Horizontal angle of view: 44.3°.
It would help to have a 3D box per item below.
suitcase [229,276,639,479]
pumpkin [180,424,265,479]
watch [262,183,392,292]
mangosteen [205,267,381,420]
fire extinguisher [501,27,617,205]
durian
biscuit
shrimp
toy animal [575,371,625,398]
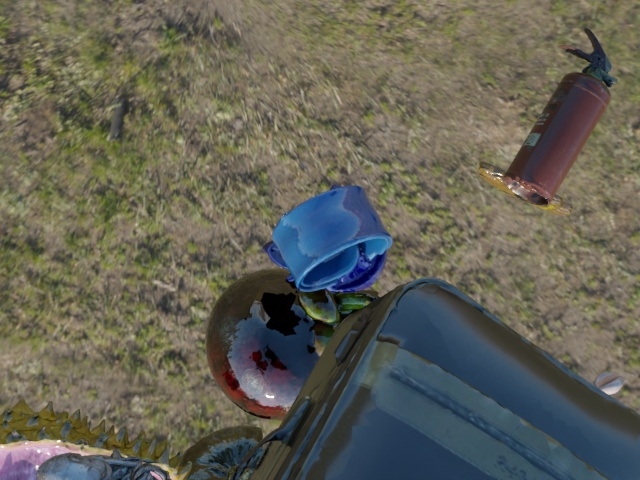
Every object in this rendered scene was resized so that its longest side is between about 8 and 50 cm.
[{"bbox_3d":[0.054,0.246,0.560,0.283,0.194,0.434,34,66,-5],"label":"suitcase"},{"bbox_3d":[-0.259,0.619,1.995,0.232,0.325,0.242,8,136,-13],"label":"pumpkin"},{"bbox_3d":[0.009,0.001,1.241,0.196,0.200,0.171,-39,72,3],"label":"watch"},{"bbox_3d":[-0.061,0.184,1.458,0.311,0.311,0.311,-2,109,-7],"label":"mangosteen"},{"bbox_3d":[0.463,-0.245,1.520,0.147,0.106,0.337,32,86,-17],"label":"fire extinguisher"},{"bbox_3d":[-0.313,0.265,0.956,0.341,0.112,0.191,7,119,-23],"label":"durian"},{"bbox_3d":[0.510,-0.126,1.985,0.290,0.208,0.041,23,94,-23],"label":"biscuit"},{"bbox_3d":[-0.146,0.193,0.604,0.165,0.065,0.056,29,63,-43],"label":"shrimp"},{"bbox_3d":[0.497,0.304,1.520,0.213,0.124,0.124,-3,109,-1],"label":"toy animal"}]
